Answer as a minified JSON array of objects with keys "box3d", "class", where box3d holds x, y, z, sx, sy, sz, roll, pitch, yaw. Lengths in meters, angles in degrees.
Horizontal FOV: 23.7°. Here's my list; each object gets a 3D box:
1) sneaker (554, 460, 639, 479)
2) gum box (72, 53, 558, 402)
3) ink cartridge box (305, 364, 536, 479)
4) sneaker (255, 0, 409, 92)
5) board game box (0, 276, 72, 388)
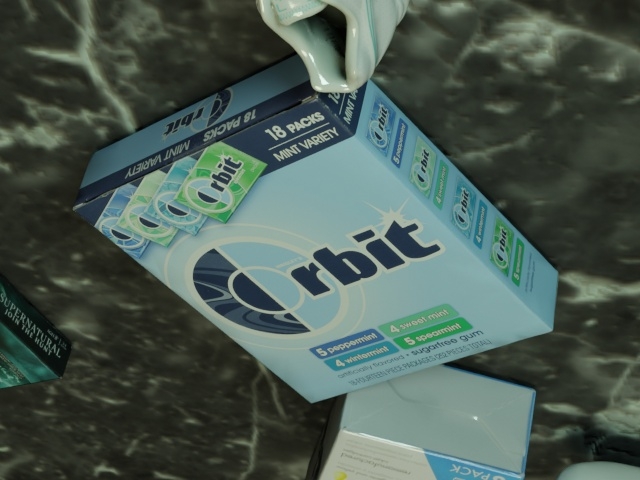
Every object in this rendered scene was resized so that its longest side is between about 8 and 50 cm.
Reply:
[{"box3d":[0.243,0.163,0.853,0.237,0.085,0.086,17,126,-6],"class":"sneaker"},{"box3d":[0.000,0.000,0.745,0.157,0.041,0.184,-21,131,36],"class":"gum box"},{"box3d":[0.047,0.143,0.893,0.104,0.061,0.181,15,142,-2],"class":"ink cartridge box"},{"box3d":[-0.010,-0.120,0.583,0.054,0.061,0.152,-10,135,29],"class":"sneaker"},{"box3d":[-0.245,0.026,0.861,0.126,0.026,0.186,-11,136,28],"class":"board game box"}]
